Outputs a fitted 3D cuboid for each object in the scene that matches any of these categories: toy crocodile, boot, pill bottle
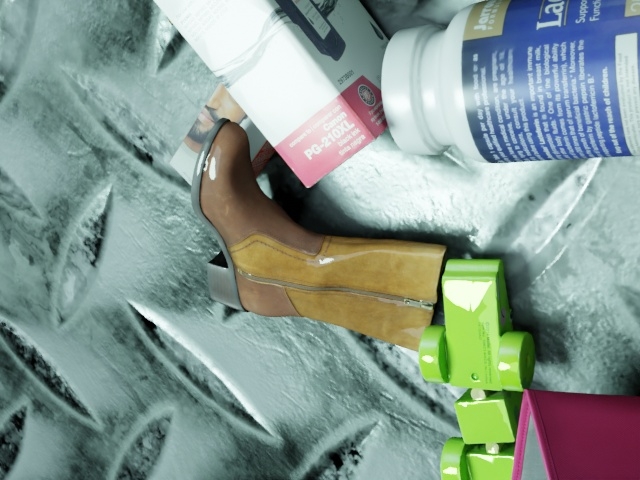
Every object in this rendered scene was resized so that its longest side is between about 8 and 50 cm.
[{"bbox_3d":[0.191,0.183,0.870,0.115,0.105,0.340,-6,100,30],"label":"toy crocodile"},{"bbox_3d":[0.000,0.000,0.876,0.281,0.096,0.264,11,120,18],"label":"boot"},{"bbox_3d":[0.200,-0.147,0.704,0.265,0.153,0.153,-1,107,30],"label":"pill bottle"}]

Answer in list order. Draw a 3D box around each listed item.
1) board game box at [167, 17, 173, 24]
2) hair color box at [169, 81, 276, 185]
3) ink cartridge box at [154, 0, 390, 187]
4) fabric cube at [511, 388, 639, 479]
[{"bbox_3d":[-0.122,-0.382,0.878,0.243,0.042,0.165,-27,93,35],"label":"board game box"},{"bbox_3d":[-0.106,-0.126,0.954,0.093,0.053,0.167,45,123,9],"label":"hair color box"},{"bbox_3d":[-0.024,-0.198,0.783,0.100,0.172,0.237,-33,100,34],"label":"ink cartridge box"},{"bbox_3d":[0.312,0.311,0.685,0.258,0.254,0.259,2,115,3],"label":"fabric cube"}]
